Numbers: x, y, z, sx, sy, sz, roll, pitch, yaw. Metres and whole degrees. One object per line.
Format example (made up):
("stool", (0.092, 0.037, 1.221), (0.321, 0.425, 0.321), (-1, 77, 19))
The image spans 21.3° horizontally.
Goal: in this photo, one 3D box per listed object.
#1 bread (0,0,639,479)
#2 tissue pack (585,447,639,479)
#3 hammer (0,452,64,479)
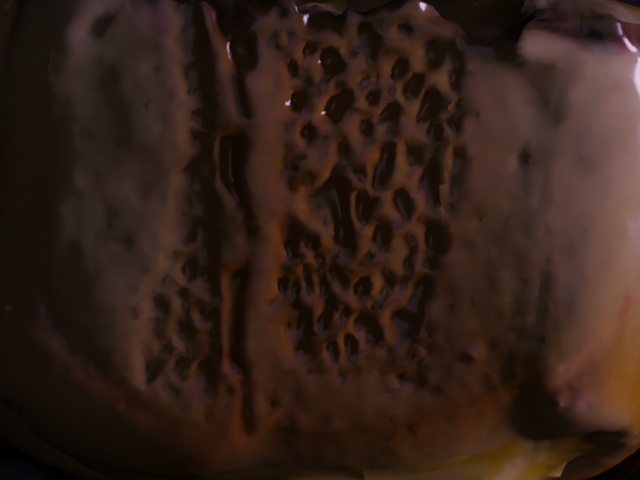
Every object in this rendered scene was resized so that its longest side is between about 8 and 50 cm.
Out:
("bread", (0.000, 0.000, 0.733), (0.316, 0.211, 0.270), (4, 104, 5))
("tissue pack", (0.215, 0.148, 0.783), (0.192, 0.134, 0.271), (44, 93, 0))
("hammer", (-0.197, 0.092, 0.803), (0.116, 0.069, 0.194), (-28, 89, 1))
